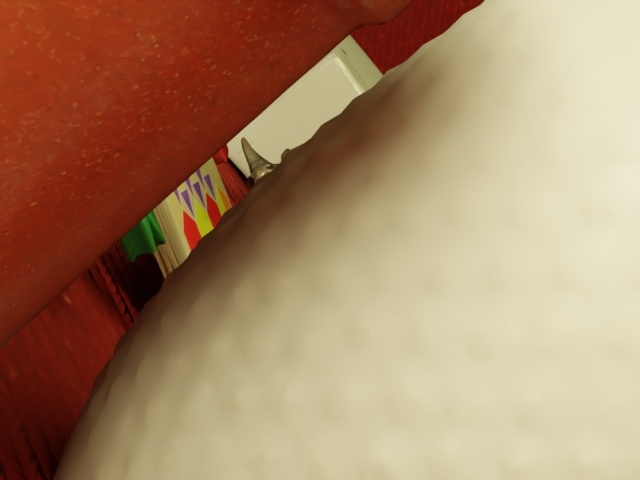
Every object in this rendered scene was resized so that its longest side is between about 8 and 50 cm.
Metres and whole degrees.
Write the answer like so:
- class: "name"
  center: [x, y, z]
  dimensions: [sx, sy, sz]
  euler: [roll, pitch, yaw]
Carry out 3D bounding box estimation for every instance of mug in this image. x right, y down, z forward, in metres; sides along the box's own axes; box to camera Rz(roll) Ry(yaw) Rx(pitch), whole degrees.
- class: "mug"
  center: [0.084, 0.085, 0.603]
  dimensions: [0.276, 0.328, 0.374]
  euler: [58, 10, 23]

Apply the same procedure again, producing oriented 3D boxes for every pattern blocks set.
- class: "pattern blocks set"
  center: [-0.075, 0.000, 0.860]
  dimensions: [0.325, 0.026, 0.285]
  euler: [-11, 81, -82]

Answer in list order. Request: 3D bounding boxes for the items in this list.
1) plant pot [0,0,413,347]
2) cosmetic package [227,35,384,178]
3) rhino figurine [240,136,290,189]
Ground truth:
- class: "plant pot"
  center: [-0.116, -0.096, 0.393]
  dimensions: [0.272, 0.265, 0.272]
  euler: [42, 10, -9]
- class: "cosmetic package"
  center: [0.019, -0.111, 1.525]
  dimensions: [0.217, 0.156, 0.385]
  euler: [49, 11, -15]
- class: "rhino figurine"
  center: [0.000, 0.000, 1.290]
  dimensions: [0.243, 0.073, 0.106]
  euler: [50, 14, -12]
